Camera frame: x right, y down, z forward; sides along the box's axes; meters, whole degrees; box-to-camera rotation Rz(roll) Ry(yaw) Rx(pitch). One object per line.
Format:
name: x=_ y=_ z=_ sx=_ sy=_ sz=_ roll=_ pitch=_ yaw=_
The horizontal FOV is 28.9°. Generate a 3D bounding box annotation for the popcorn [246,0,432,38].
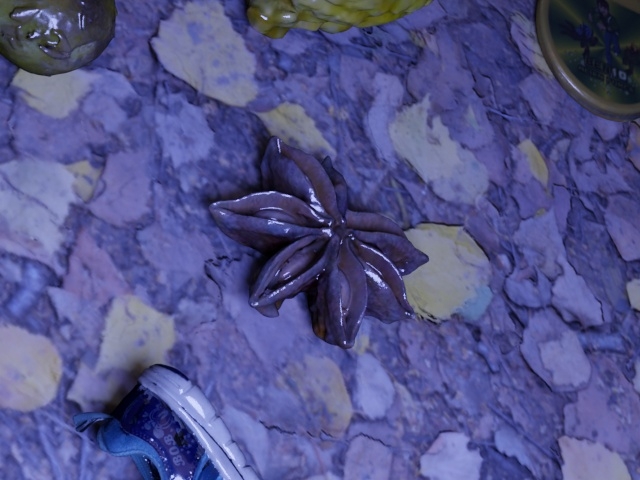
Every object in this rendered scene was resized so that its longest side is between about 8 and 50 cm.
popcorn: x=0.023 y=-0.305 z=1.242 sx=0.206 sy=0.251 sz=0.237 roll=49 pitch=9 yaw=-32

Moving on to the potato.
potato: x=-0.272 y=-0.248 z=1.050 sx=0.149 sy=0.113 sz=0.251 roll=-34 pitch=88 yaw=-42

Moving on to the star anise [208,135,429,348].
star anise: x=-0.005 y=0.012 z=1.124 sx=0.212 sy=0.073 sz=0.197 roll=47 pitch=46 yaw=-1

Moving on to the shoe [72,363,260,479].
shoe: x=-0.103 y=0.199 z=0.960 sx=0.106 sy=0.091 sz=0.207 roll=-35 pitch=93 yaw=-19

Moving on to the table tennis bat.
table tennis bat: x=0.352 y=-0.291 z=1.549 sx=0.198 sy=0.050 sz=0.321 roll=21 pitch=60 yaw=-22
